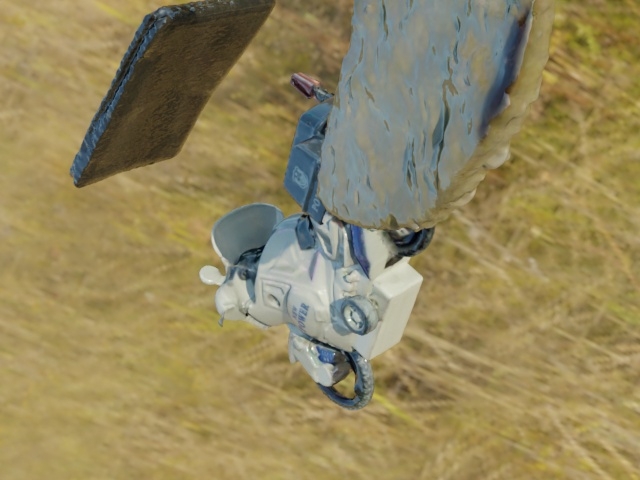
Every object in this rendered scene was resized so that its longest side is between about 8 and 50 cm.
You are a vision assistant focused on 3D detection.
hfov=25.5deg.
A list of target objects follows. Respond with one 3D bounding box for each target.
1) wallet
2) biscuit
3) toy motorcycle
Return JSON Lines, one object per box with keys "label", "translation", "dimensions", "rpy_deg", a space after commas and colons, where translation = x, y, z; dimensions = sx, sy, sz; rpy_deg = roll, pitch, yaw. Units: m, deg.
{"label": "wallet", "translation": [-0.134, -0.132, 1.234], "dimensions": [0.025, 0.124, 0.244], "rpy_deg": [59, 142, 17]}
{"label": "biscuit", "translation": [0.055, -0.099, 0.595], "dimensions": [0.133, 0.032, 0.250], "rpy_deg": [48, 133, 49]}
{"label": "toy motorcycle", "translation": [0.000, 0.000, 0.875], "dimensions": [0.150, 0.102, 0.221], "rpy_deg": [44, 140, 25]}
